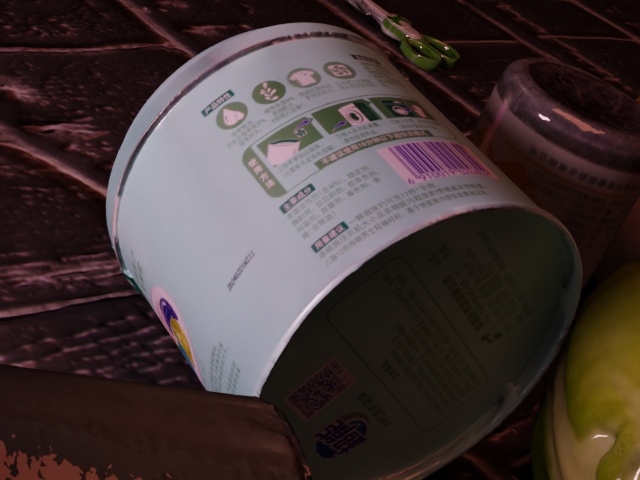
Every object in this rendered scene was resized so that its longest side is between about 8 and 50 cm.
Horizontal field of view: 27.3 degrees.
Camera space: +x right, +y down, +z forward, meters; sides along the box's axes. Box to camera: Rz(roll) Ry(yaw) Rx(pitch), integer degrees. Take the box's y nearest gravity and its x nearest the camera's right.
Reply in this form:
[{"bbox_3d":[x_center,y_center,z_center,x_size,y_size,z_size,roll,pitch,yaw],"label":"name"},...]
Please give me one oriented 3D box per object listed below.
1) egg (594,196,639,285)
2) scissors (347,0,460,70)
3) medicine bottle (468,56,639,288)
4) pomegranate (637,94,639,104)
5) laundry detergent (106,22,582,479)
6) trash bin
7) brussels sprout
[{"bbox_3d":[0.440,0.001,1.367,0.354,0.354,0.340,38,54,24],"label":"egg"},{"bbox_3d":[0.115,-0.316,1.964,0.204,0.027,0.101,42,31,27],"label":"scissors"},{"bbox_3d":[0.191,-0.019,1.242,0.165,0.273,0.165,20,27,-10],"label":"medicine bottle"},{"bbox_3d":[0.543,-0.123,1.729,0.307,0.307,0.307,19,28,-11],"label":"pomegranate"},{"bbox_3d":[0.000,0.000,1.037,0.287,0.287,0.305,1,36,-38],"label":"laundry detergent"},{"bbox_3d":[-0.173,0.162,0.704,0.301,0.203,0.252,11,70,-27],"label":"trash bin"},{"bbox_3d":[0.312,0.165,1.034,0.315,0.276,0.371,50,33,12],"label":"brussels sprout"}]
